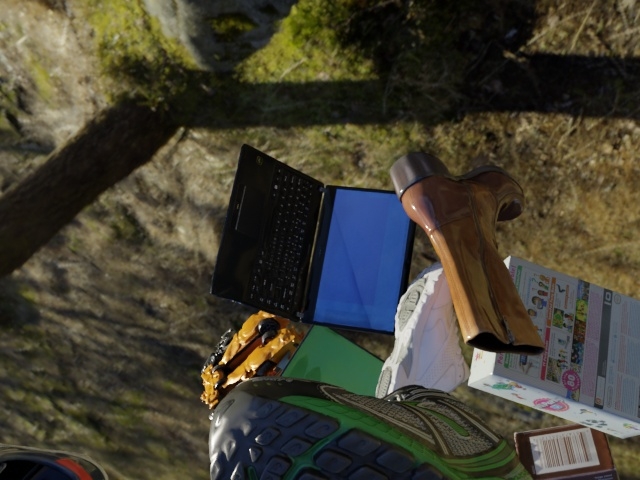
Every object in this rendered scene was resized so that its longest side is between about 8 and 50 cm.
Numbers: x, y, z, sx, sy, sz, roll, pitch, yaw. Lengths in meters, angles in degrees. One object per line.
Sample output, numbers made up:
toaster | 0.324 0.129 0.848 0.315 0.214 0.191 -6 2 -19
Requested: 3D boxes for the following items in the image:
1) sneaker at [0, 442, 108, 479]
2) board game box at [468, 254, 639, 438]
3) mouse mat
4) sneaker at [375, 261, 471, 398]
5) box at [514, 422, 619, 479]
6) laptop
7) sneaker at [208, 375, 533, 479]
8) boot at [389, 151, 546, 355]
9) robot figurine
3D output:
sneaker | -0.436 0.299 0.871 0.350 0.131 0.148 3 171 -12
board game box | 0.429 0.184 1.260 0.303 0.224 0.097 20 153 -7
mouse mat | 0.030 0.264 1.411 0.190 0.152 0.007 33 179 -7
sneaker | 0.156 0.145 0.994 0.115 0.232 0.090 16 -174 -11
box | 0.563 0.571 1.586 0.191 0.143 0.381 -14 122 16
laptop | 0.000 0.000 1.080 0.264 0.234 0.137 24 158 -38
sneaker | 0.048 0.170 0.531 0.343 0.134 0.146 35 -160 -41
boot | 0.237 0.019 0.972 0.264 0.280 0.096 15 133 -45
robot figurine | -0.148 0.263 1.567 0.085 0.211 0.291 33 112 -34
